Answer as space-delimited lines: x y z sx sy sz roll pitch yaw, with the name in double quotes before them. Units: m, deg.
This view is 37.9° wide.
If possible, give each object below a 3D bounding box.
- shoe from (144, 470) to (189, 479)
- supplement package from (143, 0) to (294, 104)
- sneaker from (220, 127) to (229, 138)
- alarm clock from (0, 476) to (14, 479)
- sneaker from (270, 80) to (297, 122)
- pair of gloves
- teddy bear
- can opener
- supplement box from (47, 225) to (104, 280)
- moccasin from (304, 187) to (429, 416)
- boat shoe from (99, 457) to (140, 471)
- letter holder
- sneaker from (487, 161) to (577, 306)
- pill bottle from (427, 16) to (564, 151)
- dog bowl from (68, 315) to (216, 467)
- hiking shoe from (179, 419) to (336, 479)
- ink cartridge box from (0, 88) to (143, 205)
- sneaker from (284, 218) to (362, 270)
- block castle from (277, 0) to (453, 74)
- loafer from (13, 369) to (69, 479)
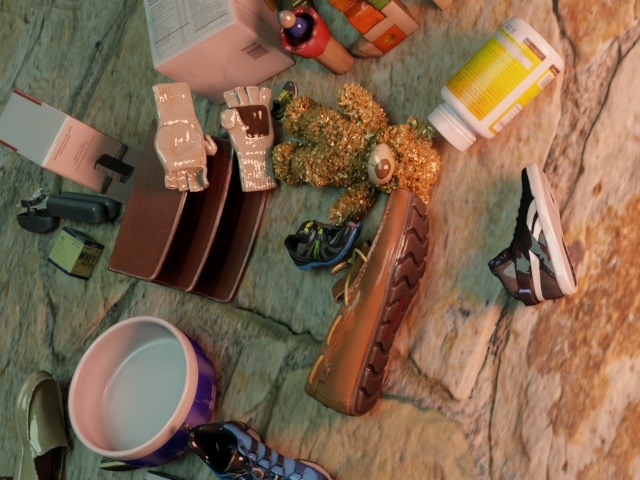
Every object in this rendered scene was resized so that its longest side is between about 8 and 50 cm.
"shoe" -0.257 0.475 1.685 0.178 0.063 0.081 5 81 39
"supplement package" -0.205 -0.447 1.822 0.198 0.199 0.263 -24 65 25
"sneaker" -0.137 -0.203 1.789 0.098 0.038 0.069 -26 67 -15
"alarm clock" -0.673 0.566 1.930 0.192 0.064 0.129 -43 58 19
"sneaker" -0.070 -0.268 1.785 0.031 0.035 0.083 13 84 34
"pair of gloves" -0.189 -0.189 1.705 0.042 0.240 0.204 -17 76 61
"teddy bear" 0.044 -0.154 1.634 0.338 0.113 0.245 39 101 35
"can opener" -0.554 -0.064 2.034 0.280 0.074 0.093 3 113 35
"supplement box" -0.520 0.027 1.982 0.083 0.056 0.083 28 93 35
"moccasin" 0.073 0.094 1.539 0.147 0.139 0.380 21 99 28
"boat shoe" -0.352 0.405 1.772 0.152 0.056 0.049 -15 64 19
"letter holder" -0.237 -0.053 1.765 0.214 0.152 0.302 13 84 33
"sneaker" 0.308 -0.006 1.437 0.121 0.079 0.217 -20 68 26
"pill bottle" 0.277 -0.246 1.502 0.215 0.117 0.117 -45 58 14
"dog bowl" -0.329 0.280 1.725 0.264 0.104 0.265 -12 60 21
"hiking shoe" -0.101 0.396 1.558 0.304 0.132 0.113 20 88 35
"ink cartridge box" -0.490 -0.181 1.892 0.197 0.273 0.114 27 88 35
"sneaker" 0.000 0.000 1.605 0.188 0.078 0.067 -20 25 50
"block castle" 0.085 -0.538 1.652 0.453 0.213 0.303 -36 60 20
"loafer" -0.554 0.397 1.880 0.092 0.102 0.269 -2 85 31
